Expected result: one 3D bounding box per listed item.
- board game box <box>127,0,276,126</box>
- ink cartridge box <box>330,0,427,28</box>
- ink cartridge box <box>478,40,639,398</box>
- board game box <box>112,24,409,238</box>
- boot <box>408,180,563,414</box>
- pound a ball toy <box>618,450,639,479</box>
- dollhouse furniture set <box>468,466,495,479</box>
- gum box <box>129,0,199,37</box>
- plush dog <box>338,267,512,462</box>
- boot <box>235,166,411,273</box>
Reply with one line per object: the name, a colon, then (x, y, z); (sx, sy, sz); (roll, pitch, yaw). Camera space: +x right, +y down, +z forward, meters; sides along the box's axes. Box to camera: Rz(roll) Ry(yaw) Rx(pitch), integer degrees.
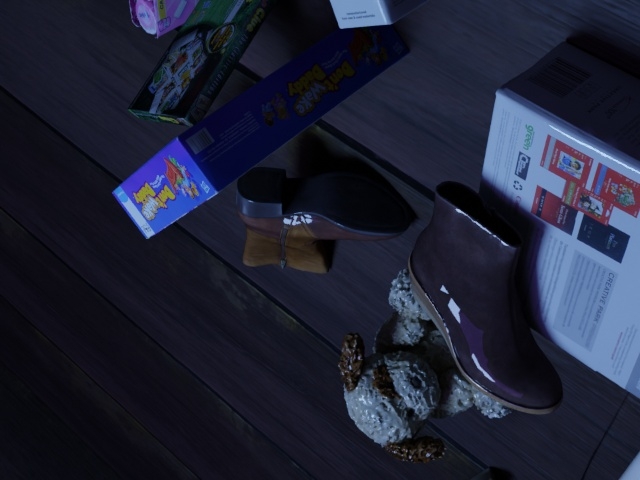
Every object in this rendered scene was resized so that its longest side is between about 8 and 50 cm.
board game box: (-0.148, -0.269, 1.370); (0.136, 0.259, 0.030); (14, 159, 47)
ink cartridge box: (0.062, -0.356, 1.098); (0.087, 0.153, 0.208); (9, 128, 50)
ink cartridge box: (0.317, -0.014, 1.127); (0.272, 0.130, 0.309); (36, 145, 27)
board game box: (-0.077, -0.151, 1.295); (0.078, 0.347, 0.233); (55, 149, -7)
boot: (0.198, 0.070, 1.158); (0.248, 0.090, 0.207); (45, 152, 23)
pound a ball toy: (0.478, 0.348, 1.280); (0.208, 0.136, 0.319); (39, 147, 21)
dollhouse furniture set: (0.275, 0.552, 1.520); (0.256, 0.362, 0.394); (53, -171, -3)
gum box: (-0.223, -0.395, 1.468); (0.062, 0.107, 0.188); (34, 144, 27)
plush dog: (0.128, 0.199, 1.496); (0.262, 0.225, 0.210); (53, 148, -1)
boot: (0.000, 0.000, 1.568); (0.264, 0.096, 0.280); (3, 154, 2)
